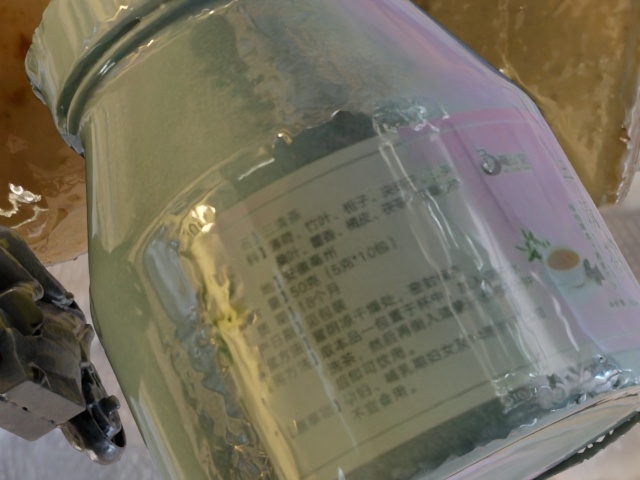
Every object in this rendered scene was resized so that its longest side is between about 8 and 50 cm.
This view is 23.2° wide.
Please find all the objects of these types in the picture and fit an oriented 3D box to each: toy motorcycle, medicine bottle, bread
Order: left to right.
[{"bbox_3d":[-0.158,0.038,0.775,0.061,0.124,0.193,-32,147,7],"label":"toy motorcycle"},{"bbox_3d":[0.000,0.000,0.753,0.245,0.245,0.290,-30,73,5],"label":"medicine bottle"},{"bbox_3d":[0.220,-0.250,1.559,0.279,0.371,0.390,11,109,12],"label":"bread"}]

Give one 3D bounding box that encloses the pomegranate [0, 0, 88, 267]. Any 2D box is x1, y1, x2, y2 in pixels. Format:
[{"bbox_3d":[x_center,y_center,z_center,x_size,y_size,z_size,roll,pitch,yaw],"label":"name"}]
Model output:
[{"bbox_3d":[-0.263,-0.176,1.229,0.410,0.410,0.410,-2,110,-6],"label":"pomegranate"}]
